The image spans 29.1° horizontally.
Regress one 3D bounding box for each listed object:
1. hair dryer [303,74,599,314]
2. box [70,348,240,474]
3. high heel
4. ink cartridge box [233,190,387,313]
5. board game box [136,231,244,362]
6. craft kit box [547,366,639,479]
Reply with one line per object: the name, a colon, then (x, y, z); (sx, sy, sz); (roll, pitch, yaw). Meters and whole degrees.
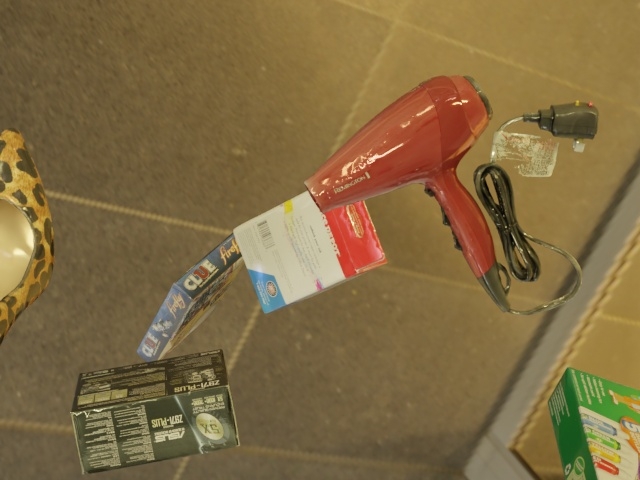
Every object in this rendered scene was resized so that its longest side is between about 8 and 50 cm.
hair dryer: (0.130, -0.046, 1.181); (0.294, 0.080, 0.223); (8, 93, -9)
box: (-0.192, 0.197, 1.439); (0.180, 0.147, 0.077); (-10, 102, -6)
high heel: (-0.276, 0.010, 0.990); (0.093, 0.261, 0.186); (6, 165, -1)
ink cartridge box: (0.000, 0.000, 1.720); (0.231, 0.134, 0.078); (-25, 174, 37)
board game box: (-0.207, 0.096, 2.028); (0.165, 0.042, 0.243); (-43, 173, -39)
craft kit box: (0.349, 0.240, 1.154); (0.247, 0.250, 0.061); (21, 116, -9)
